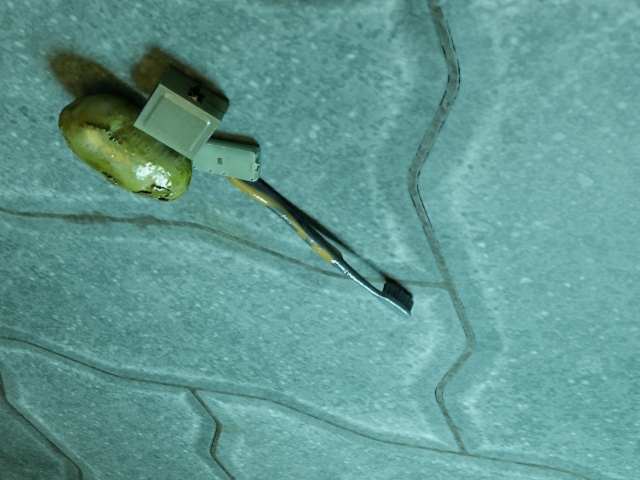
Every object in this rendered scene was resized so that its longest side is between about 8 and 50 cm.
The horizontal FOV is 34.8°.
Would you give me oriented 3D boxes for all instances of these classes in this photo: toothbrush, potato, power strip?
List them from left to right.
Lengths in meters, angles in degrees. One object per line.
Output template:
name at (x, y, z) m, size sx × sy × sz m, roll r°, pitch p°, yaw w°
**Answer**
potato at (-0.223, -0.105, 1.186) m, size 0.107 × 0.080 × 0.170 m, roll -24°, pitch 126°, yaw 34°
power strip at (-0.109, -0.095, 1.176) m, size 0.090 × 0.016 × 0.040 m, roll 12°, pitch 119°, yaw 16°
toothbrush at (-0.001, 0.002, 1.256) m, size 0.321 × 0.031 × 0.023 m, roll 37°, pitch 143°, yaw -23°

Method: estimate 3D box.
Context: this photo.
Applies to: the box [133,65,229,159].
box at (-0.152, -0.140, 1.119) m, size 0.079 × 0.035 × 0.083 m, roll 31°, pitch 137°, yaw -15°
